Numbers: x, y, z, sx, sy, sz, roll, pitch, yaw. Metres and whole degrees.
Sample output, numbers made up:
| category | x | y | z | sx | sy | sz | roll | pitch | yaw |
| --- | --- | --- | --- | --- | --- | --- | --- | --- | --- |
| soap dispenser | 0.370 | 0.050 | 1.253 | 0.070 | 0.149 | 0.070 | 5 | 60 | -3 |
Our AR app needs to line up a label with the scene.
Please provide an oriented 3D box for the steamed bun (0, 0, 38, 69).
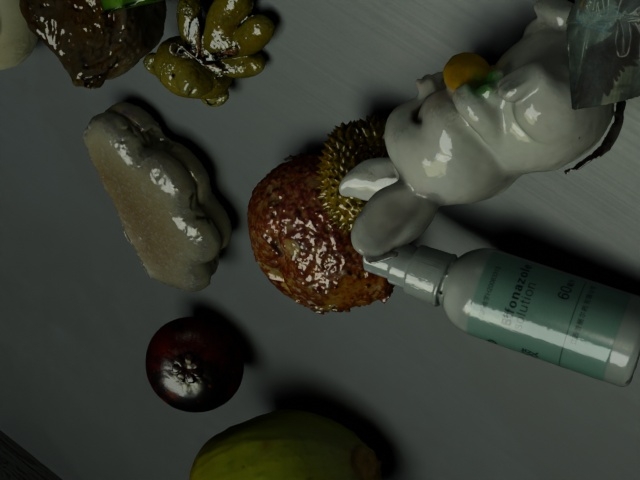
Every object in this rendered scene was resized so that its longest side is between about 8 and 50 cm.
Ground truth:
| category | x | y | z | sx | sy | sz | roll | pitch | yaw |
| --- | --- | --- | --- | --- | --- | --- | --- | --- | --- |
| steamed bun | -0.517 | -0.349 | 1.651 | 0.177 | 0.131 | 0.228 | 42 | 149 | 5 |

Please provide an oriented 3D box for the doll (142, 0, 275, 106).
| category | x | y | z | sx | sy | sz | roll | pitch | yaw |
| --- | --- | --- | --- | --- | --- | --- | --- | --- | --- |
| doll | -0.143 | -0.243 | 1.413 | 0.137 | 0.097 | 0.209 | 34 | 143 | -14 |

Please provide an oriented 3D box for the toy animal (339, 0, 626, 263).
| category | x | y | z | sx | sy | sz | roll | pitch | yaw |
| --- | --- | --- | --- | --- | --- | --- | --- | --- | --- |
| toy animal | 0.162 | -0.108 | 1.127 | 0.154 | 0.208 | 0.325 | 38 | 109 | -22 |

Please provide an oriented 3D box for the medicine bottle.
| category | x | y | z | sx | sy | sz | roll | pitch | yaw |
| --- | --- | --- | --- | --- | --- | --- | --- | --- | --- |
| medicine bottle | 0.218 | 0.070 | 1.328 | 0.351 | 0.110 | 0.110 | 18 | 141 | 17 |

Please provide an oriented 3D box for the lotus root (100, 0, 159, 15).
| category | x | y | z | sx | sy | sz | roll | pitch | yaw |
| --- | --- | --- | --- | --- | --- | --- | --- | --- | --- |
| lotus root | -0.190 | -0.366 | 1.278 | 0.186 | 0.186 | 0.186 | 28 | 144 | 22 |

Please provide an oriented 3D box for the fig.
| category | x | y | z | sx | sy | sz | roll | pitch | yaw |
| --- | --- | --- | --- | --- | --- | --- | --- | --- | --- |
| fig | -0.053 | 0.448 | 1.923 | 0.343 | 0.343 | 0.343 | 28 | 144 | 22 |

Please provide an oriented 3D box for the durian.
| category | x | y | z | sx | sy | sz | roll | pitch | yaw |
| --- | --- | --- | --- | --- | --- | --- | --- | --- | --- |
| durian | 0.067 | -0.072 | 1.336 | 0.137 | 0.168 | 0.158 | -29 | 139 | 23 |

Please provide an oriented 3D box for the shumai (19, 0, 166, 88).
| category | x | y | z | sx | sy | sz | roll | pitch | yaw |
| --- | --- | --- | --- | --- | --- | --- | --- | --- | --- |
| shumai | -0.290 | -0.315 | 1.444 | 0.218 | 0.184 | 0.185 | 59 | -177 | -1 |

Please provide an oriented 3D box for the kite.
| category | x | y | z | sx | sy | sz | roll | pitch | yaw |
| --- | --- | --- | --- | --- | --- | --- | --- | --- | --- |
| kite | 0.353 | -0.205 | 0.923 | 0.310 | 0.169 | 0.015 | -3 | 161 | 34 |

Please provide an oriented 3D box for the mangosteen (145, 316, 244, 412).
| category | x | y | z | sx | sy | sz | roll | pitch | yaw |
| --- | --- | --- | --- | --- | --- | --- | --- | --- | --- |
| mangosteen | -0.228 | 0.225 | 1.990 | 0.200 | 0.200 | 0.200 | 28 | 144 | 22 |

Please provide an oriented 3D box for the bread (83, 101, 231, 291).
| category | x | y | z | sx | sy | sz | roll | pitch | yaw |
| --- | --- | --- | --- | --- | --- | --- | --- | --- | --- |
| bread | -0.235 | -0.062 | 1.716 | 0.183 | 0.102 | 0.337 | 5 | 130 | 39 |

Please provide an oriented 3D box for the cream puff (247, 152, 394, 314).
| category | x | y | z | sx | sy | sz | roll | pitch | yaw |
| --- | --- | --- | --- | --- | --- | --- | --- | --- | --- |
| cream puff | 0.000 | 0.000 | 1.488 | 0.240 | 0.164 | 0.240 | 23 | 144 | 18 |
